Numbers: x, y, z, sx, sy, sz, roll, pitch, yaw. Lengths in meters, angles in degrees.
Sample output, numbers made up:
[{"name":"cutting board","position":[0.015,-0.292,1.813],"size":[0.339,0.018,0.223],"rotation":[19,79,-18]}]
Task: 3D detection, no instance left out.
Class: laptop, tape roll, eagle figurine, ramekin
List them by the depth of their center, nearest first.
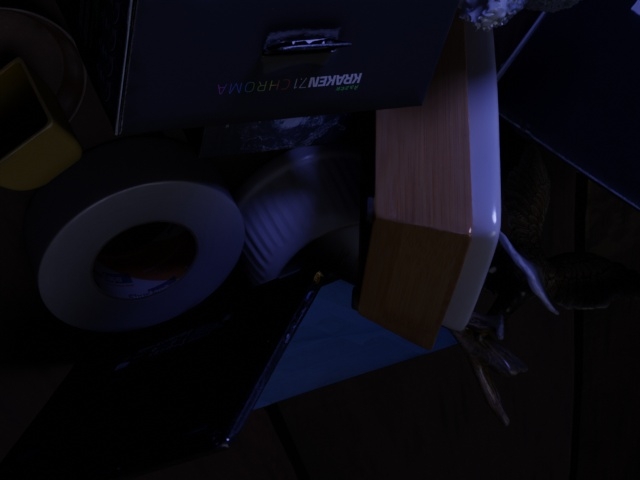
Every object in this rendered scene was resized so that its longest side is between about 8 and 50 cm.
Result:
[{"name":"tape roll","position":[-0.192,-0.003,1.137],"size":[0.219,0.072,0.219],"rotation":[-18,142,-14]},{"name":"laptop","position":[-0.097,0.197,1.190],"size":[0.382,0.408,0.236],"rotation":[-23,112,34]},{"name":"ramekin","position":[0.000,0.000,1.237],"size":[0.207,0.109,0.207],"rotation":[-18,141,-15]},{"name":"eagle figurine","position":[0.239,0.017,1.243],"size":[0.298,0.225,0.226],"rotation":[-36,134,-27]}]

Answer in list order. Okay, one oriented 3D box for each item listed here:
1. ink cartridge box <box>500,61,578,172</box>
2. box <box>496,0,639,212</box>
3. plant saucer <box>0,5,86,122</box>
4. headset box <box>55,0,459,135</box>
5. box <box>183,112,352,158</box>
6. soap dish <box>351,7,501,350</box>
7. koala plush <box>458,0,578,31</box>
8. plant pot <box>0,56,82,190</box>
[{"name":"ink cartridge box","position":[0.302,-0.176,1.260],"size":[0.127,0.072,0.175],"rotation":[-38,142,9]},{"name":"box","position":[0.508,-0.193,1.123],"size":[0.472,0.297,0.480],"rotation":[22,106,-48]},{"name":"plant saucer","position":[-0.289,-0.138,0.952],"size":[0.168,0.029,0.168],"rotation":[-17,142,-14]},{"name":"headset box","position":[-0.063,-0.211,0.806],"size":[0.246,0.283,0.131],"rotation":[-8,138,-25]},{"name":"box","position":[-0.046,-0.170,1.024],"size":[0.158,0.093,0.156],"rotation":[-9,139,-27]},{"name":"soap dish","position":[0.097,-0.072,1.069],"size":[0.118,0.291,0.229],"rotation":[3,150,-2]},{"name":"koala plush","position":[0.168,-0.273,0.936],"size":[0.196,0.221,0.203],"rotation":[-20,142,-13]},{"name":"plant pot","position":[-0.253,-0.090,0.946],"size":[0.081,0.081,0.083],"rotation":[-35,153,6]}]
